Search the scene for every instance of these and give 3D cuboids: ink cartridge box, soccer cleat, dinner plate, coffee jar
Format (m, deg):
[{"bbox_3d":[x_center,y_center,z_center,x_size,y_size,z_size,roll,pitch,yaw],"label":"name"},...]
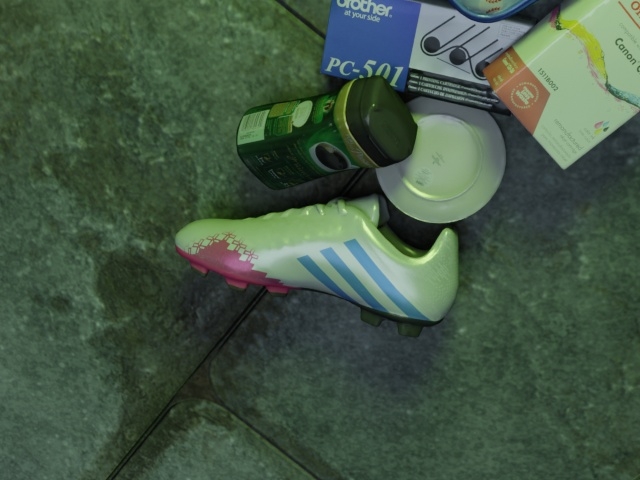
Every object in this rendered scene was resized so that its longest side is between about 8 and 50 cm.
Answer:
[{"bbox_3d":[0.270,-0.178,0.879,0.198,0.067,0.115,-41,112,18],"label":"ink cartridge box"},{"bbox_3d":[0.110,-0.201,0.959,0.207,0.046,0.097,15,117,10],"label":"ink cartridge box"},{"bbox_3d":[0.000,0.000,1.064,0.332,0.116,0.143,15,104,7],"label":"soccer cleat"},{"bbox_3d":[0.127,-0.089,0.993,0.141,0.017,0.141,0,92,14],"label":"dinner plate"},{"bbox_3d":[0.007,-0.114,0.988,0.185,0.079,0.096,-9,142,34],"label":"coffee jar"}]

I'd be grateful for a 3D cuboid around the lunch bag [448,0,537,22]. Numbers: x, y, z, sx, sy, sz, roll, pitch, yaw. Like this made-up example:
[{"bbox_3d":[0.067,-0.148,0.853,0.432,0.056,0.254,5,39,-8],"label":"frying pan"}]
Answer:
[{"bbox_3d":[0.161,-0.372,0.828,0.243,0.115,0.303,-28,104,25],"label":"lunch bag"}]
